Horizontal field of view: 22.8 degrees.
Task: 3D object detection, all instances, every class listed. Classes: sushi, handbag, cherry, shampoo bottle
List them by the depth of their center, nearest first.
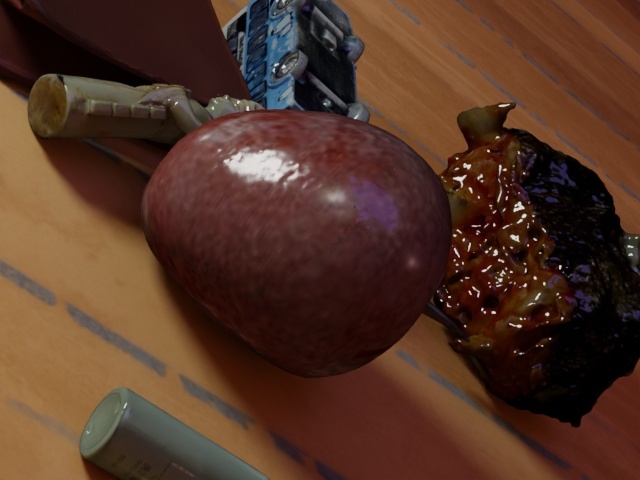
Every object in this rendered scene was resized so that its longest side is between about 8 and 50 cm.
[{"bbox_3d":[-0.072,0.170,1.093,0.195,0.056,0.056,34,28,-23],"label":"shampoo bottle"},{"bbox_3d":[0.000,0.000,1.269,0.285,0.213,0.236,29,-14,3],"label":"cherry"},{"bbox_3d":[-0.204,-0.217,1.437,0.260,0.084,0.276,23,33,-35],"label":"handbag"},{"bbox_3d":[0.211,0.011,1.609,0.182,0.196,0.343,33,28,-41],"label":"sushi"}]

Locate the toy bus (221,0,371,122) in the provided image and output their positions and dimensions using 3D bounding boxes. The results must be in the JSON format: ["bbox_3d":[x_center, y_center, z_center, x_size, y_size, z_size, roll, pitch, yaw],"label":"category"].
[{"bbox_3d":[-0.032,-0.151,1.539,0.106,0.131,0.297,40,26,-25],"label":"toy bus"}]

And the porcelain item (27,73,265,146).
[{"bbox_3d":[-0.132,-0.104,1.324,0.213,0.054,0.084,3,6,-35],"label":"porcelain item"}]
